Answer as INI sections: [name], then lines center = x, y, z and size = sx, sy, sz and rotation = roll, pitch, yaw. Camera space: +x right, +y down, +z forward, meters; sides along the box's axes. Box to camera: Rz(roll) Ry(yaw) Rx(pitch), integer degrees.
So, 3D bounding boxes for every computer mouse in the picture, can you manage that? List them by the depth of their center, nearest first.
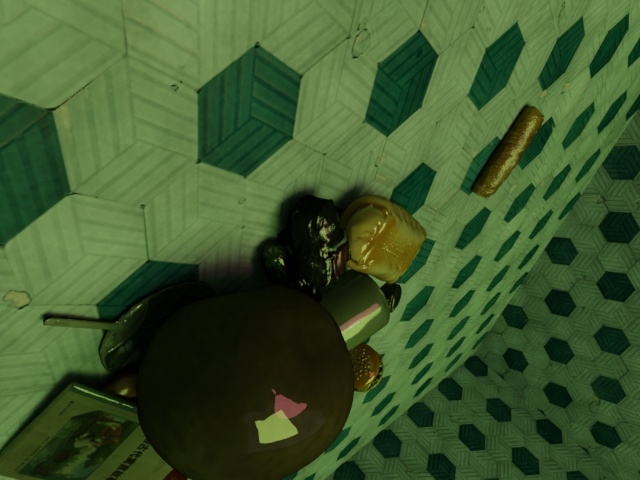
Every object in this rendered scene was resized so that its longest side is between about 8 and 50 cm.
[computer mouse]
center = 0.187, 0.202, 1.380
size = 0.192, 0.062, 0.105
rotation = -33, 147, -25

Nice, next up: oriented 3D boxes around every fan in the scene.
[fan]
center = -0.281, 0.133, 0.762
size = 0.223, 0.012, 0.294
rotation = -36, 149, -19

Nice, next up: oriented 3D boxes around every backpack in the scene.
[backpack]
center = -0.001, 0.001, 0.835
size = 0.120, 0.106, 0.165
rotation = -59, 148, -49

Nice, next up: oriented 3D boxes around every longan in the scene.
[longan]
center = -0.122, 0.235, 0.770
size = 0.361, 0.361, 0.361
rotation = -32, 146, -25

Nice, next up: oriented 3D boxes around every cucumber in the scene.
[cucumber]
center = -0.062, 0.082, 0.915
size = 0.074, 0.074, 0.241
rotation = -42, 142, -10

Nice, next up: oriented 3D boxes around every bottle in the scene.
[bottle]
center = -0.014, 0.213, 1.049
size = 0.347, 0.168, 0.168
rotation = -30, 146, -19

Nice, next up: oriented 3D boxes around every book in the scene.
[book]
center = -0.374, 0.365, 0.791
size = 0.215, 0.025, 0.283
rotation = -45, 127, 6

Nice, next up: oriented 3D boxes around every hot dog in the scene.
[hot dog]
center = 0.547, -0.249, 1.309
size = 0.083, 0.068, 0.289
rotation = 1, 126, -43

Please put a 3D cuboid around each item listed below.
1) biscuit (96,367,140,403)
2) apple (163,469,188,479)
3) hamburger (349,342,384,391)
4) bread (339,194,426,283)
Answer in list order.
[biscuit]
center = -0.335, 0.328, 0.879
size = 0.154, 0.045, 0.299
rotation = -33, 149, -12
[apple]
center = -0.384, 0.580, 0.968
size = 0.218, 0.201, 0.218
rotation = -28, 147, -20
[hamburger]
center = 0.124, 0.405, 1.448
size = 0.162, 0.162, 0.115
rotation = -43, 149, -8
[bread]
center = 0.131, -0.006, 1.010
size = 0.172, 0.121, 0.311
rotation = -56, 149, 4
